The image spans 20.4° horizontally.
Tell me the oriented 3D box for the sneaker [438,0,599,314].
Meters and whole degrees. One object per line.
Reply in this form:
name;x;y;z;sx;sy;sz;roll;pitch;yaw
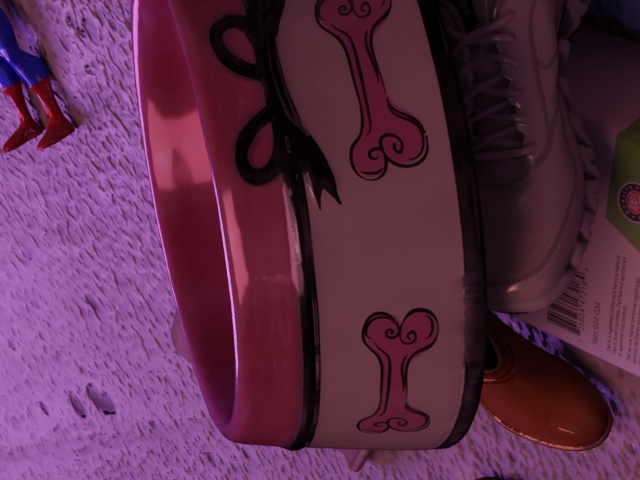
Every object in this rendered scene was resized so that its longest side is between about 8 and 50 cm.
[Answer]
sneaker;0.113;-0.100;1.120;0.110;0.292;0.118;-4;163;23

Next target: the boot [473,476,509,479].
boot;0.210;0.314;1.549;0.213;0.077;0.165;25;135;36

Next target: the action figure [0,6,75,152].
action figure;-0.342;-0.199;1.639;0.091;0.139;0.280;-2;116;44

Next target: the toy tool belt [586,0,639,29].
toy tool belt;0.207;-0.161;1.188;0.083;0.051;0.052;21;133;32

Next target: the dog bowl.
dog bowl;-0.024;-0.044;1.199;0.408;0.150;0.408;169;90;-78

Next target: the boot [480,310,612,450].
boot;0.141;0.099;1.377;0.197;0.073;0.152;32;176;8

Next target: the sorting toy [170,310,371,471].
sorting toy;-0.030;0.086;1.569;0.229;0.041;0.307;34;150;8

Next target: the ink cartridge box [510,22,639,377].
ink cartridge box;0.167;-0.046;1.267;0.273;0.115;0.198;26;135;30
